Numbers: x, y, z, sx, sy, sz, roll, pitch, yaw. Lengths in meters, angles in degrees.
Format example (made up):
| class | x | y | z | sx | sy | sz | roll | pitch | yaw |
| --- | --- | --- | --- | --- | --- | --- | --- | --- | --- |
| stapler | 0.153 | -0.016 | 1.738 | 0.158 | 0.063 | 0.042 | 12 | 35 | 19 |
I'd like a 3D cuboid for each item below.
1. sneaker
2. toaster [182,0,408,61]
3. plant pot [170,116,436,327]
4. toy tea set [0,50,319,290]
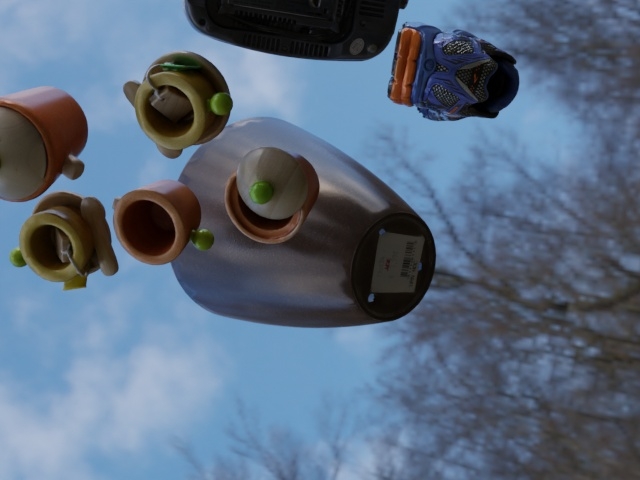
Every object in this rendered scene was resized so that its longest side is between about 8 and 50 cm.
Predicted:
| class | x | y | z | sx | sy | sz | roll | pitch | yaw |
| --- | --- | --- | --- | --- | --- | --- | --- | --- | --- |
| sneaker | 0.124 | -0.129 | 1.269 | 0.221 | 0.087 | 0.083 | -17 | -58 | -69 |
| toaster | -0.039 | -0.237 | 1.375 | 0.227 | 0.146 | 0.129 | 6 | -76 | -10 |
| plant pot | 0.000 | 0.000 | 1.528 | 0.215 | 0.230 | 0.215 | -12 | -71 | -37 |
| toy tea set | -0.169 | -0.053 | 1.343 | 0.124 | 0.336 | 0.200 | -45 | -60 | -59 |
